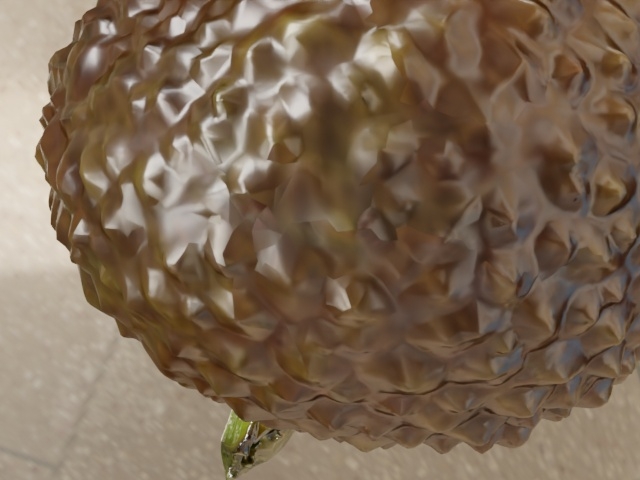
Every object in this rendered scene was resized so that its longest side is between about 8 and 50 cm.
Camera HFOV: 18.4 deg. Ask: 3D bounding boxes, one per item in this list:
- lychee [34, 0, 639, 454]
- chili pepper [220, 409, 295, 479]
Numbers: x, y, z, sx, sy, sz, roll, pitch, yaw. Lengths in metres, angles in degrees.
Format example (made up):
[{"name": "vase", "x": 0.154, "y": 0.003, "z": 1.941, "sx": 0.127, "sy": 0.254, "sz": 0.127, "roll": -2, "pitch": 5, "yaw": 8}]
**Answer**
[{"name": "lychee", "x": 0.013, "y": -0.033, "z": 0.597, "sx": 0.200, "sy": 0.238, "sz": 0.200, "roll": -37, "pitch": 28, "yaw": 23}, {"name": "chili pepper", "x": 0.000, "y": 0.000, "z": 0.766, "sx": 0.050, "sy": 0.052, "sz": 0.202, "roll": 5, "pitch": 54, "yaw": 8}]
